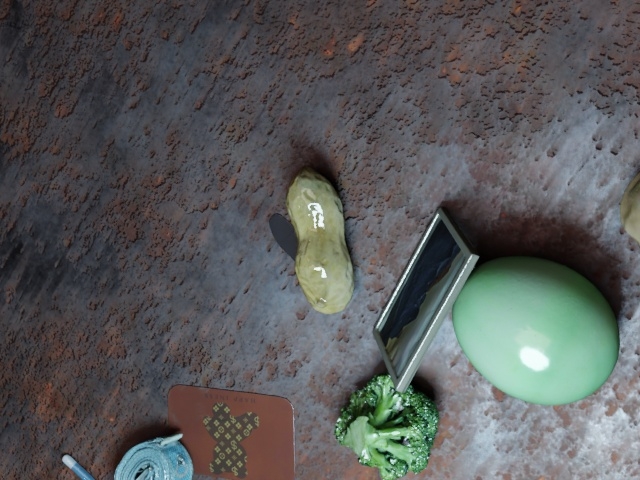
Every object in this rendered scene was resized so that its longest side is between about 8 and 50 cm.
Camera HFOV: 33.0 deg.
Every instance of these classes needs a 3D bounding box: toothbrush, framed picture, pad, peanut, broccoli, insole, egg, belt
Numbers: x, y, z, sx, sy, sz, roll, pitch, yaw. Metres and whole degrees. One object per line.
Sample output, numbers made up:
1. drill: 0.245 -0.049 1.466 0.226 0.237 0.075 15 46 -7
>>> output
1. toothbrush: -0.420 0.527 2.174 0.275 0.025 0.019 41 106 12
2. framed picture: 0.167 0.094 1.784 0.018 0.192 0.265 19 110 -19
3. pad: -0.172 0.371 2.056 0.267 0.004 0.181 3 100 21
4. peanut: 0.000 0.000 1.864 0.101 0.117 0.263 -7 94 3
5. broccoli: 0.112 0.321 1.860 0.195 0.156 0.195 1 91 54
6. insole: -0.048 0.010 1.941 0.045 0.002 0.135 -40 84 24
7. egg: 0.336 0.138 1.696 0.269 0.220 0.220 31 110 23
8. belt: -0.319 0.459 2.086 0.163 0.082 0.148 -23 83 34

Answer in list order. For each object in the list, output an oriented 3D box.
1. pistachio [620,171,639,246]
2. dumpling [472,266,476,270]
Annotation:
1. pistachio: 0.582 -0.051 1.606 0.260 0.163 0.213 21 86 30
2. dumpling: 0.246 0.071 1.817 0.059 0.043 0.077 -35 70 7
